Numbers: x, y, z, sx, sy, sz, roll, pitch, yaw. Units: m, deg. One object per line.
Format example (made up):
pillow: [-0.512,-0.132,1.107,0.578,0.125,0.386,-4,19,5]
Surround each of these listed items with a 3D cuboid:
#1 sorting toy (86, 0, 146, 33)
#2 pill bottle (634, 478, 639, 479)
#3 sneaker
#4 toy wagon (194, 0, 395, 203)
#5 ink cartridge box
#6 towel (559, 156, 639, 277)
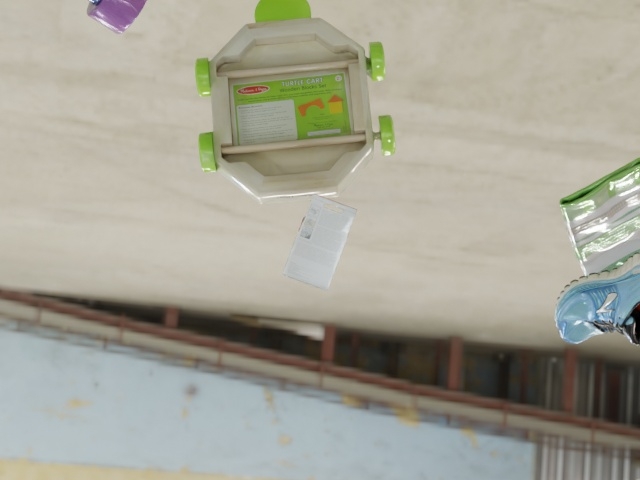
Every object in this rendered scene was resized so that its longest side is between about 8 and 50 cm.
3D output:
sorting toy: [-0.125,-0.296,0.950,0.126,0.127,0.365,31,143,-25]
pill bottle: [0.405,0.425,1.361,0.160,0.283,0.160,-30,174,-4]
sneaker: [0.281,0.067,1.131,0.063,0.073,0.162,17,148,-24]
toy wagon: [-0.040,-0.221,1.675,0.267,0.344,0.068,-5,158,0]
ink cartridge box: [0.000,0.000,1.524,0.062,0.115,0.029,20,-166,-2]
towel: [0.315,-0.020,1.252,0.113,0.023,0.152,-30,142,4]
